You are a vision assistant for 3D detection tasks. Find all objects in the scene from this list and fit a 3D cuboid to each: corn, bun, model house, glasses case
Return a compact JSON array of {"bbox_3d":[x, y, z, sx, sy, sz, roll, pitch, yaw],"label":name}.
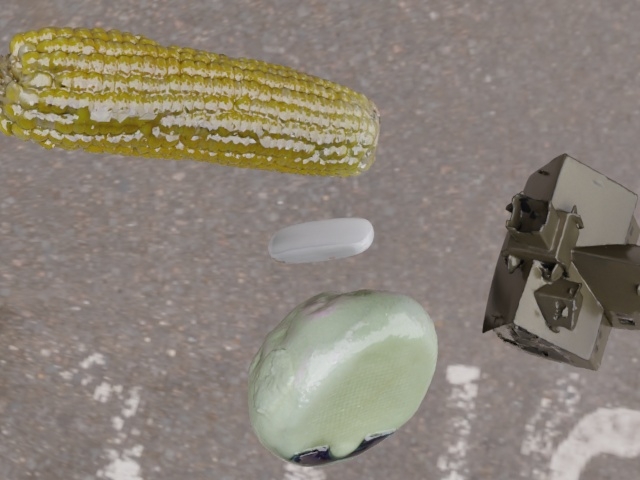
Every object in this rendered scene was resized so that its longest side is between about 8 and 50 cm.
[{"bbox_3d":[-0.099,-0.102,0.945,0.320,0.097,0.097,7,87,-24],"label":"corn"},{"bbox_3d":[0.013,0.167,1.727,0.293,0.187,0.293,-27,141,-25],"label":"bun"},{"bbox_3d":[0.285,0.019,1.400,0.243,0.204,0.211,43,62,-58],"label":"model house"},{"bbox_3d":[0.000,0.000,1.836,0.063,0.164,0.041,-74,148,-46],"label":"glasses case"}]
